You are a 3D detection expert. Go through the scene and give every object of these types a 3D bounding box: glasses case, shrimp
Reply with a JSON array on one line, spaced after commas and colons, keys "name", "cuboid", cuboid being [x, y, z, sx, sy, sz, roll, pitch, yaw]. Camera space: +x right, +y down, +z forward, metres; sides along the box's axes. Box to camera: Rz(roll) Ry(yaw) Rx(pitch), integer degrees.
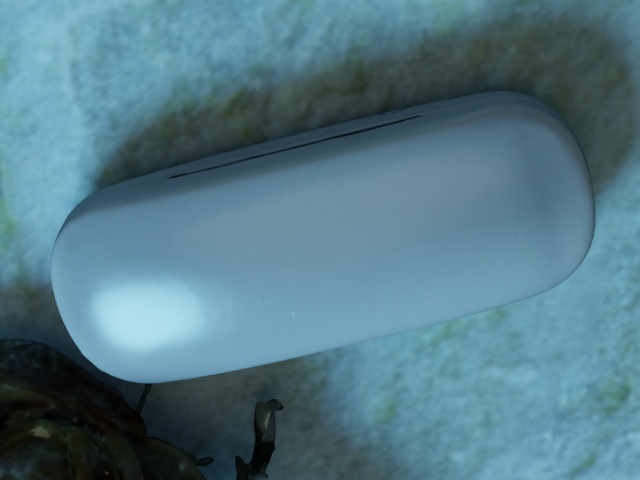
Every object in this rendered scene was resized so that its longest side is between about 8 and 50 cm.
[{"name": "glasses case", "cuboid": [0.000, 0.000, 0.886, 0.297, 0.075, 0.113, -13, 112, 6]}, {"name": "shrimp", "cuboid": [-0.083, 0.162, 0.935, 0.343, 0.145, 0.116, 29, 137, -6]}]
